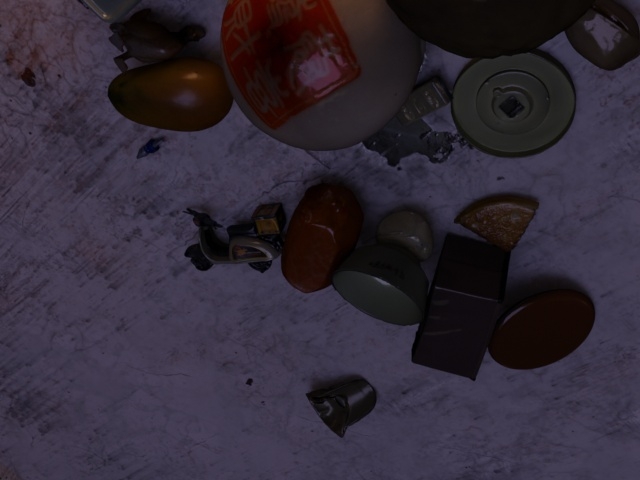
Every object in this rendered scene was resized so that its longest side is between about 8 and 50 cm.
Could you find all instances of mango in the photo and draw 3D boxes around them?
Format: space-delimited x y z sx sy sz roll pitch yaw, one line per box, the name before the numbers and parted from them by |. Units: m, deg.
mango | -0.291 -0.289 1.717 0.254 0.139 0.175 1 160 25

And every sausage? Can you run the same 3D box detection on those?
sausage | 0.000 -0.001 1.863 0.153 0.141 0.268 25 131 7

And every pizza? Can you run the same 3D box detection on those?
pizza | 0.379 -0.037 1.785 0.178 0.041 0.131 -22 116 31

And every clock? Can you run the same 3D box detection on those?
clock | 0.362 -0.256 1.619 0.235 0.029 0.235 9 130 11

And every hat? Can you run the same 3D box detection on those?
hat | 0.062 0.422 2.252 0.175 0.085 0.147 -30 105 9

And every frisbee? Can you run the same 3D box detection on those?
frisbee | 0.490 0.202 1.891 0.251 0.021 0.251 -9 133 -10

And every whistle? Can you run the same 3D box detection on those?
whistle | -0.376 -0.204 1.892 0.083 0.033 0.029 -27 124 31

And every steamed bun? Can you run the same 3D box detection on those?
steamed bun | 0.187 -0.010 1.833 0.130 0.091 0.112 1 136 37
steamed bun | -0.016 -0.333 1.477 0.374 0.241 0.374 10 112 26

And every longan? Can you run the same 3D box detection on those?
longan | 0.250 -0.464 1.256 0.391 0.391 0.391 9 130 11

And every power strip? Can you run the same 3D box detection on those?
power strip | 0.190 -0.266 1.648 0.123 0.032 0.056 -23 108 43

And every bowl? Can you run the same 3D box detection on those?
bowl | 0.139 0.080 1.807 0.211 0.112 0.211 22 153 12

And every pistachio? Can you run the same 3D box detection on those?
pistachio | 0.474 -0.357 1.450 0.149 0.113 0.113 36 129 -14

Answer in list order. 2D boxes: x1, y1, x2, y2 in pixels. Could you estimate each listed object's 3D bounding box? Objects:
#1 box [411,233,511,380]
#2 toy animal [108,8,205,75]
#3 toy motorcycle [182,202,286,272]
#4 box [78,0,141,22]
box | 0.304 0.143 1.861 0.153 0.188 0.252 15 133 5
toy animal | -0.331 -0.402 1.677 0.188 0.179 0.089 37 143 38
toy motorcycle | -0.201 -0.003 1.970 0.263 0.091 0.157 -4 118 18
box | -0.330 -0.549 1.510 0.294 0.167 0.193 -31 112 35
